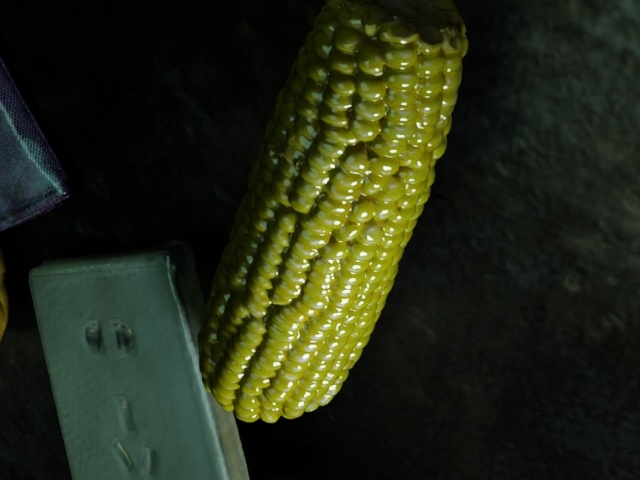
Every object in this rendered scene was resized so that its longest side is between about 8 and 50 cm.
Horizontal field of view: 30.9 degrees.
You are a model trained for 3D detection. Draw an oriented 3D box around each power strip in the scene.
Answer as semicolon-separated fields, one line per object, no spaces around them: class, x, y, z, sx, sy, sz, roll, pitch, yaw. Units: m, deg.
power strip;-0.117;0.105;0.827;0.198;0.065;0.213;-6;98;45

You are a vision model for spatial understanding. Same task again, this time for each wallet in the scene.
wallet;-0.248;-0.089;0.842;0.111;0.030;0.165;-20;104;41

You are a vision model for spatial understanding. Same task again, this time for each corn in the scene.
corn;0.000;0.000;0.635;0.101;0.101;0.310;39;134;15

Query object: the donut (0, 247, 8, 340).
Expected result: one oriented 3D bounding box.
donut;-0.343;0.032;0.868;0.114;0.226;0.226;-11;109;43
